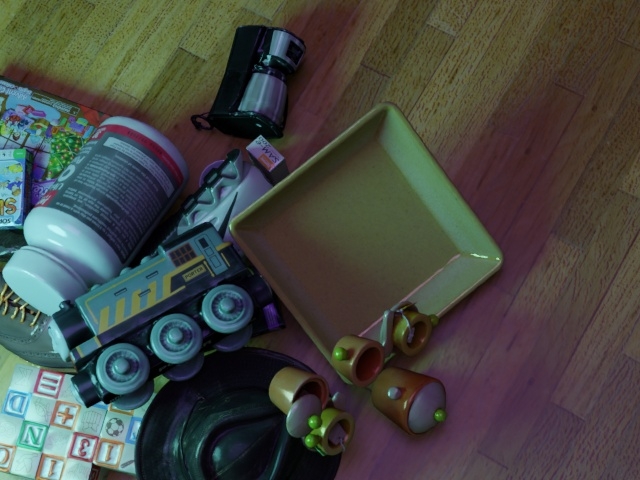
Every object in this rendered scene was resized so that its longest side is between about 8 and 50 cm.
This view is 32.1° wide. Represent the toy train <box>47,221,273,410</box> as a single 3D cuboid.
[{"bbox_3d":[-0.242,0.115,1.677,0.334,0.142,0.190,-29,72,-14],"label":"toy train"}]

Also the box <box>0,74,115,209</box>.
[{"bbox_3d":[-0.508,-0.163,1.959,0.293,0.057,0.201,20,76,12],"label":"box"}]

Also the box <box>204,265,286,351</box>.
[{"bbox_3d":[-0.150,0.113,1.845,0.162,0.029,0.116,-18,71,1],"label":"box"}]

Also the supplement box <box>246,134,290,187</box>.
[{"bbox_3d":[-0.086,-0.129,1.882,0.036,0.098,0.062,-42,73,-9],"label":"supplement box"}]

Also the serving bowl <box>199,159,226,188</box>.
[{"bbox_3d":[-0.166,-0.096,1.917,0.083,0.027,0.083,-2,72,5],"label":"serving bowl"}]

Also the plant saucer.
[{"bbox_3d":[0.072,0.003,1.780,0.333,0.081,0.333,-38,100,-6],"label":"plant saucer"}]

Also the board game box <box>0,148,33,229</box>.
[{"bbox_3d":[-0.594,-0.083,1.897,0.201,0.035,0.136,-3,78,8],"label":"board game box"}]

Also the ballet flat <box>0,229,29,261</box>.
[{"bbox_3d":[-0.522,0.006,1.912,0.250,0.058,0.084,4,69,12],"label":"ballet flat"}]

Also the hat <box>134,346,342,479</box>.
[{"bbox_3d":[-0.111,0.303,1.671,0.331,0.134,0.331,4,73,-13],"label":"hat"}]

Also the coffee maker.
[{"bbox_3d":[-0.126,-0.278,1.925,0.171,0.120,0.178,12,73,11],"label":"coffee maker"}]

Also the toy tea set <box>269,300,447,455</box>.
[{"bbox_3d":[0.077,0.230,1.640,0.336,0.200,0.124,-22,32,-38],"label":"toy tea set"}]

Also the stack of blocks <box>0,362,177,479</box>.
[{"bbox_3d":[-0.358,0.314,1.768,0.297,0.087,0.171,10,73,9],"label":"stack of blocks"}]

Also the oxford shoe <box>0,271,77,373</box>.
[{"bbox_3d":[-0.492,0.126,1.821,0.364,0.133,0.130,16,73,11],"label":"oxford shoe"}]

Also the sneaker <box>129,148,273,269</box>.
[{"bbox_3d":[-0.198,0.016,1.827,0.330,0.122,0.146,-44,111,6],"label":"sneaker"}]

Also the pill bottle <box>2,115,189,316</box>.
[{"bbox_3d":[-0.363,-0.034,1.790,0.176,0.176,0.318,24,60,13],"label":"pill bottle"}]
